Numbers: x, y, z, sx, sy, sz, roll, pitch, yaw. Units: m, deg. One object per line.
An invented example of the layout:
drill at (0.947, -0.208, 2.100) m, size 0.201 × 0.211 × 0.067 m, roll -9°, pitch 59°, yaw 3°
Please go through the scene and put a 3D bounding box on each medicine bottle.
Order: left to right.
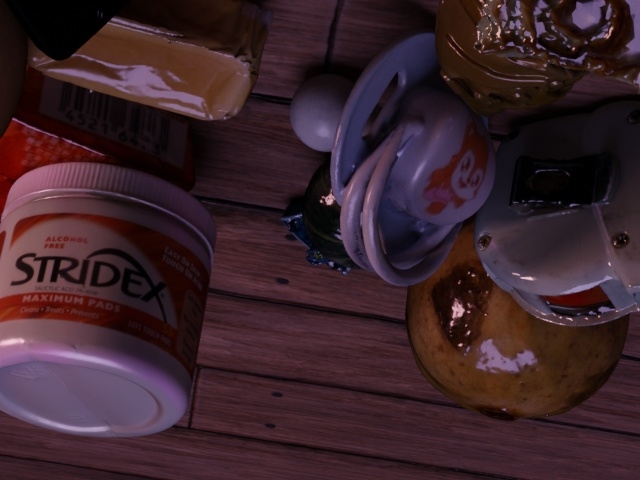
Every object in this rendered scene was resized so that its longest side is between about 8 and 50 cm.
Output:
medicine bottle at (-0.258, 0.073, 2.044) m, size 0.252 × 0.241 × 0.252 m, roll 6°, pitch 151°, yaw 3°

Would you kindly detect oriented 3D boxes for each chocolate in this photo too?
chocolate at (-0.292, -0.095, 2.106) m, size 0.237 × 0.108 × 0.235 m, roll 19°, pitch 149°, yaw -22°

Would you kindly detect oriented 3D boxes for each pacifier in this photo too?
pacifier at (0.057, -0.103, 1.926) m, size 0.233 × 0.244 × 0.299 m, roll 29°, pitch 169°, yaw 35°

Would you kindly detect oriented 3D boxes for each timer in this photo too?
timer at (-0.222, -0.276, 1.713) m, size 0.055 × 0.187 × 0.144 m, roll 37°, pitch 166°, yaw 33°

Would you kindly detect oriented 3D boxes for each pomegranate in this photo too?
pomegranate at (0.234, 0.087, 2.148) m, size 0.281 × 0.281 × 0.281 m, roll 6°, pitch 151°, yaw 3°

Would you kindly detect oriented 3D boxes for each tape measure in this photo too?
tape measure at (0.287, -0.026, 1.941) m, size 0.246 × 0.243 × 0.125 m, roll -8°, pitch 145°, yaw 26°

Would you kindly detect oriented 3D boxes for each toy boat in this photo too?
toy boat at (0.000, 0.000, 2.248) m, size 0.060 × 0.061 × 0.137 m, roll -10°, pitch 147°, yaw 28°

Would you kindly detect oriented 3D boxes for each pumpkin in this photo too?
pumpkin at (0.059, -0.040, 2.096) m, size 0.167 × 0.125 × 0.167 m, roll -15°, pitch 152°, yaw -8°

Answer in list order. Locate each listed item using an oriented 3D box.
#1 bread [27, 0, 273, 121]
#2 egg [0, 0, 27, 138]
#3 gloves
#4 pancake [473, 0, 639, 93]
bread at (-0.180, -0.215, 1.860) m, size 0.241 × 0.107 × 0.136 m, roll 13°, pitch 148°, yaw -11°
egg at (-0.438, -0.207, 1.742) m, size 0.301 × 0.301 × 0.374 m, roll 4°, pitch 139°, yaw 7°
gloves at (0.189, -0.215, 1.721) m, size 0.154 × 0.141 × 0.331 m, roll 28°, pitch 145°, yaw 12°
pancake at (0.260, -0.281, 1.503) m, size 0.304 × 0.067 × 0.427 m, roll 4°, pitch 126°, yaw 18°
